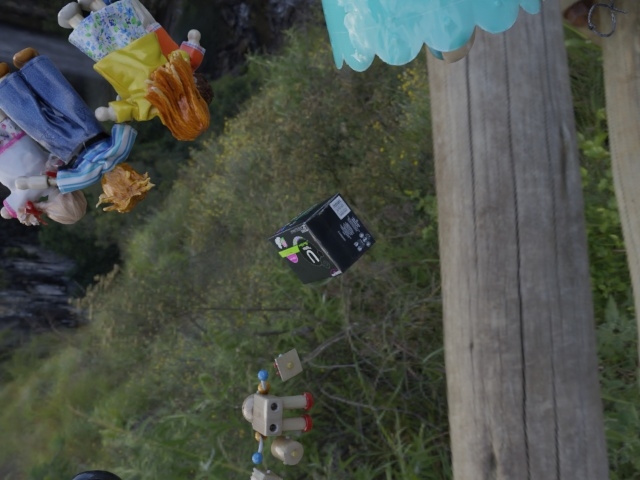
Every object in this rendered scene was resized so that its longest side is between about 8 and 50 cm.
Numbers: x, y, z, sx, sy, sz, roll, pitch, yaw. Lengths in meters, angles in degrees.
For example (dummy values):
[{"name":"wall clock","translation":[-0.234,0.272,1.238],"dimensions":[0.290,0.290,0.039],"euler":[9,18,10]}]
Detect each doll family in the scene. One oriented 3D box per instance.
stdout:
[{"name":"doll family","translation":[-0.201,-0.115,0.558],"dimensions":[0.263,0.163,0.118],"euler":[-45,12,-10]}]

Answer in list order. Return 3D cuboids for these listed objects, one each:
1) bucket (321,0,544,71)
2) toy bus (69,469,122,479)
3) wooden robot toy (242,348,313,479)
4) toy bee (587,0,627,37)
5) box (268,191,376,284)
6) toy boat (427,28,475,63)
[{"name":"bucket","translation":[0.117,-0.342,0.746],"dimensions":[0.281,0.281,0.183],"euler":[15,133,52]},{"name":"toy bus","translation":[-0.153,0.221,0.420],"dimensions":[0.202,0.191,0.104],"euler":[-40,29,13]},{"name":"wooden robot toy","translation":[-0.060,0.213,0.730],"dimensions":[0.079,0.076,0.173],"euler":[-4,81,56]},{"name":"toy bee","translation":[0.452,-0.501,0.968],"dimensions":[0.195,0.298,0.162],"euler":[-62,18,-15]},{"name":"box","translation":[0.000,0.000,0.592],"dimensions":[0.062,0.052,0.083],"euler":[53,151,-9]},{"name":"toy boat","translation":[0.254,-0.519,1.297],"dimensions":[0.148,0.318,0.267],"euler":[-3,114,21]}]
